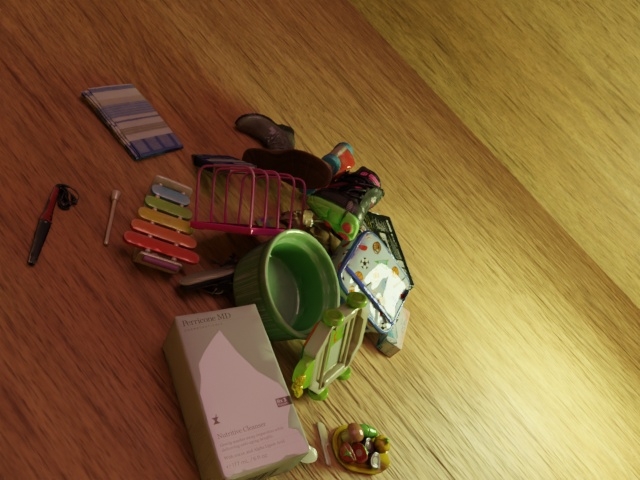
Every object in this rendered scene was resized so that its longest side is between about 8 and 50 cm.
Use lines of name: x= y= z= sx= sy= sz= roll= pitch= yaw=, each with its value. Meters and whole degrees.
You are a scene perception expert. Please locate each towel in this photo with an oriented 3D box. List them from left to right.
towel: x=-0.582 y=-0.373 z=1.930 sx=0.285 sy=0.034 sz=0.209 roll=49 pitch=35 yaw=6
towel: x=-0.168 y=-0.050 z=1.999 sx=0.083 sy=0.009 sz=0.060 roll=-19 pitch=68 yaw=-48

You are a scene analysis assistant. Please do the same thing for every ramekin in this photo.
ramekin: x=-0.097 y=0.132 z=1.698 sx=0.303 sy=0.148 sz=0.303 roll=25 pitch=56 yaw=-44

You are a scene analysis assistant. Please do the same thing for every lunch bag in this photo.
lunch bag: x=0.147 y=0.138 z=1.908 sx=0.303 sy=0.115 sz=0.243 roll=50 pitch=54 yaw=-26

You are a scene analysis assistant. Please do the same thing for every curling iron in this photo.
curling iron: x=-0.665 y=-0.046 z=1.531 sx=0.068 sy=0.035 sz=0.274 roll=26 pitch=40 yaw=-20

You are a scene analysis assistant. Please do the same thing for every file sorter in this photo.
file sorter: x=-0.193 y=-0.111 z=1.765 sx=0.290 sy=0.202 sz=0.182 roll=1 pitch=94 yaw=-62

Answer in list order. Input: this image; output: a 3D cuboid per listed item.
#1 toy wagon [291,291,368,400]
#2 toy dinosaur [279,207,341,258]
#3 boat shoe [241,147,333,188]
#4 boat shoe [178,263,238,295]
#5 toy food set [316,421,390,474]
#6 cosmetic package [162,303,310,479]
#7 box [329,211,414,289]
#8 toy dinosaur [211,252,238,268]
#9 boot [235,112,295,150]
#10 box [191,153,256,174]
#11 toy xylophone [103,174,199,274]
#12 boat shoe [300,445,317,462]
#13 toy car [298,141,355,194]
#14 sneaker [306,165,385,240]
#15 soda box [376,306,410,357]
toy wagon: x=0.019 y=0.292 z=1.630 sx=0.068 sy=0.267 sz=0.344 roll=25 pitch=30 yaw=27
toy dinosaur: x=0.000 y=0.000 z=2.014 sx=0.295 sy=0.127 sz=0.200 roll=42 pitch=30 yaw=-9
boat shoe: x=-0.095 y=-0.245 z=2.074 sx=0.342 sy=0.123 sz=0.123 roll=11 pitch=11 yaw=28
boat shoe: x=-0.276 y=0.114 z=1.682 sx=0.233 sy=0.084 sz=0.079 roll=-9 pitch=102 yaw=-46
toy food set: x=0.105 y=0.532 z=1.619 sx=0.218 sy=0.071 sz=0.128 roll=18 pitch=43 yaw=-28
cosmetic package: x=-0.203 y=0.355 z=1.425 sx=0.217 sy=0.156 sz=0.385 roll=-8 pitch=60 yaw=-32
box: x=0.171 y=0.032 z=2.165 sx=0.257 sy=0.079 sz=0.322 roll=11 pitch=47 yaw=-32
toy dinosaur: x=-0.265 y=0.074 z=1.769 sx=0.090 sy=0.047 sz=0.082 roll=39 pitch=56 yaw=-24
boot: x=-0.184 y=-0.359 z=2.236 sx=0.246 sy=0.083 sz=0.161 roll=12 pitch=52 yaw=-31
box: x=-0.309 y=-0.240 z=1.954 sx=0.136 sy=0.036 sz=0.225 roll=-2 pitch=16 yaw=-30
toy xylophone: x=-0.453 y=-0.043 z=1.679 sx=0.236 sy=0.081 sz=0.323 roll=15 pitch=44 yaw=-31
boat shoe: x=-0.068 y=0.518 z=1.505 sx=0.125 sy=0.038 sz=0.046 roll=14 pitch=55 yaw=-30
toy car: x=0.073 y=-0.196 z=2.208 sx=0.238 sy=0.210 sz=0.219 roll=49 pitch=26 yaw=-5
sneaker: x=0.086 y=-0.138 z=1.888 sx=0.185 sy=0.202 sz=0.483 roll=41 pitch=11 yaw=-6
soda box: x=0.235 y=0.285 z=1.988 sx=0.063 sy=0.058 sz=0.183 roll=36 pitch=37 yaw=-8
